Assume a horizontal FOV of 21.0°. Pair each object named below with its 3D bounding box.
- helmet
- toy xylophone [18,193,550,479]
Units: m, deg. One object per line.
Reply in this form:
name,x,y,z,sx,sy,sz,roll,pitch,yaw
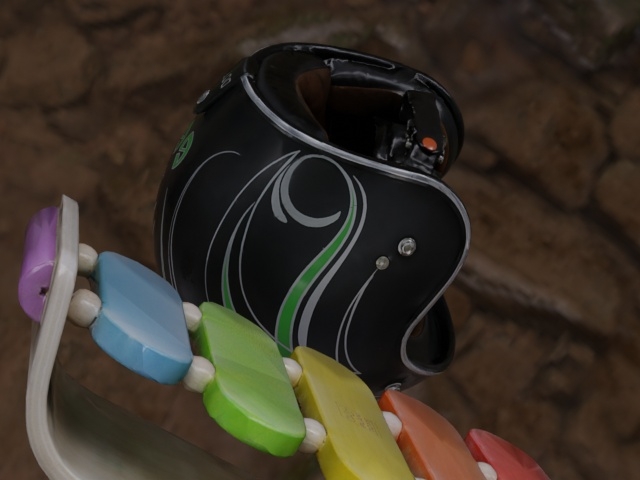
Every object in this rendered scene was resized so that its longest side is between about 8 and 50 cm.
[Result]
helmet,0.000,0.000,0.861,0.169,0.161,0.169,16,30,-9
toy xylophone,0.013,0.106,0.680,0.323,0.081,0.236,28,9,-22
